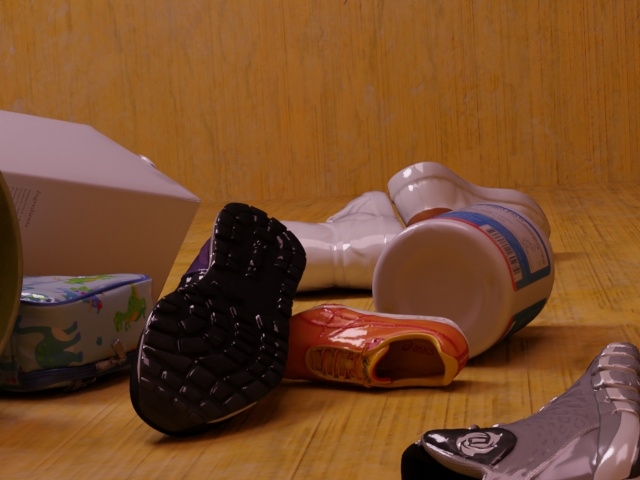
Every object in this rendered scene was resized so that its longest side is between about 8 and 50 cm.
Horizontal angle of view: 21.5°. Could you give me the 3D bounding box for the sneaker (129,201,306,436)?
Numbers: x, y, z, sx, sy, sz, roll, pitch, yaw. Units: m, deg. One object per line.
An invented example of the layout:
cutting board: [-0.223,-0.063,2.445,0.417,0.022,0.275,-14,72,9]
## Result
sneaker: [-0.090,0.089,1.299,0.107,0.124,0.283,35,28,-4]

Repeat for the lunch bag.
lunch bag: [-0.260,0.075,1.462,0.219,0.090,0.176,-1,7,27]

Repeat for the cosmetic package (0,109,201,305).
cosmetic package: [-0.321,-0.035,1.679,0.197,0.155,0.365,33,14,35]

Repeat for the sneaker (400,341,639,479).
sneaker: [0.111,0.109,0.915,0.132,0.086,0.228,-5,6,10]

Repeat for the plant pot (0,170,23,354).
plant pot: [-0.429,0.030,1.330,0.274,0.275,0.293,-9,-5,-44]

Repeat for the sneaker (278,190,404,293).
sneaker: [0.000,0.000,1.995,0.169,0.108,0.292,-1,6,-5]

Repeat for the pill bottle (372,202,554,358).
pill bottle: [0.137,0.032,1.493,0.124,0.124,0.221,-1,5,21]

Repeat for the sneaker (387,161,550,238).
sneaker: [0.193,0.000,2.071,0.106,0.123,0.290,-37,-33,30]

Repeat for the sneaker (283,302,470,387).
sneaker: [0.028,0.086,1.327,0.175,0.064,0.067,-4,15,21]
